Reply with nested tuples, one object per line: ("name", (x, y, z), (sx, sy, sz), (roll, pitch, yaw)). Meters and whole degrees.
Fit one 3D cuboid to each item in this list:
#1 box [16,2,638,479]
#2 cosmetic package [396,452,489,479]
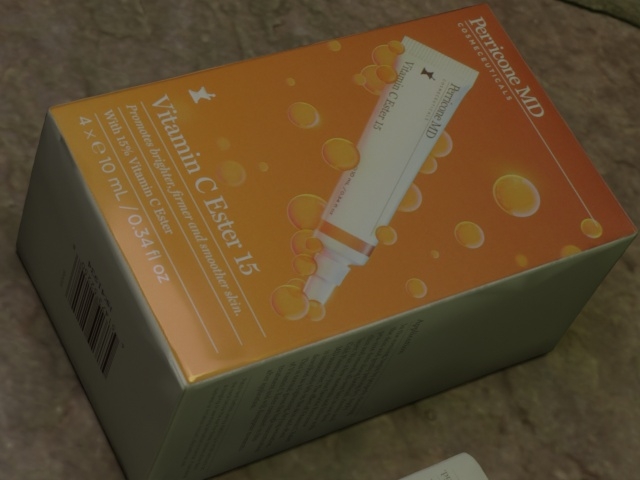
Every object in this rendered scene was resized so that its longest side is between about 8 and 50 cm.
("box", (0.000, 0.000, 1.139), (0.345, 0.168, 0.215), (-17, 64, -27))
("cosmetic package", (0.017, 0.232, 1.043), (0.231, 0.085, 0.117), (-19, 65, -29))
